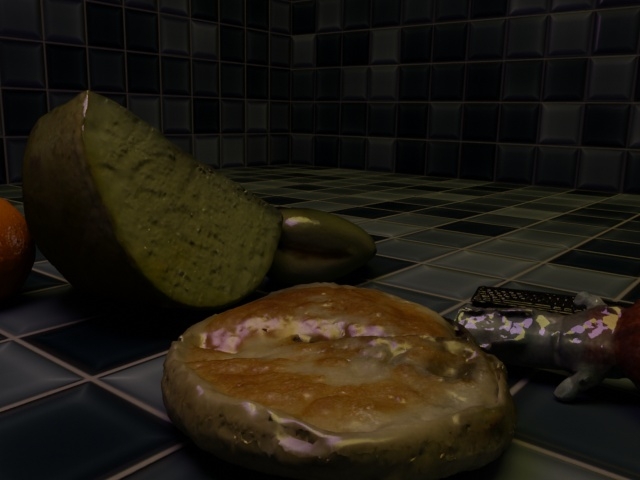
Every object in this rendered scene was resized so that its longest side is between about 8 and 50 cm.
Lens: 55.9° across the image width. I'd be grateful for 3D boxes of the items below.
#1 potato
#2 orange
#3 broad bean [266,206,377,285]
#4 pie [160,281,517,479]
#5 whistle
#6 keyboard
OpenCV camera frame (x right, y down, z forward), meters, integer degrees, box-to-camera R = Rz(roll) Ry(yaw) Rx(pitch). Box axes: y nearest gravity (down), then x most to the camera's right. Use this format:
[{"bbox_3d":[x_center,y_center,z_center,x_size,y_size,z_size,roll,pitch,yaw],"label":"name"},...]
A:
[{"bbox_3d":[-0.270,0.006,0.816,0.279,0.213,0.330,-19,-40,39],"label":"potato"},{"bbox_3d":[-0.487,0.010,0.805,0.193,0.161,0.193,-2,8,0],"label":"orange"},{"bbox_3d":[0.000,0.000,1.005,0.188,0.121,0.263,9,11,16],"label":"broad bean"},{"bbox_3d":[0.016,0.118,0.549,0.338,0.077,0.339,2,15,0],"label":"pie"},{"bbox_3d":[0.297,0.097,0.571,0.345,0.143,0.133,-1,-17,34],"label":"whistle"},{"bbox_3d":[0.343,0.091,0.848,0.250,0.017,0.087,6,14,24],"label":"keyboard"}]
